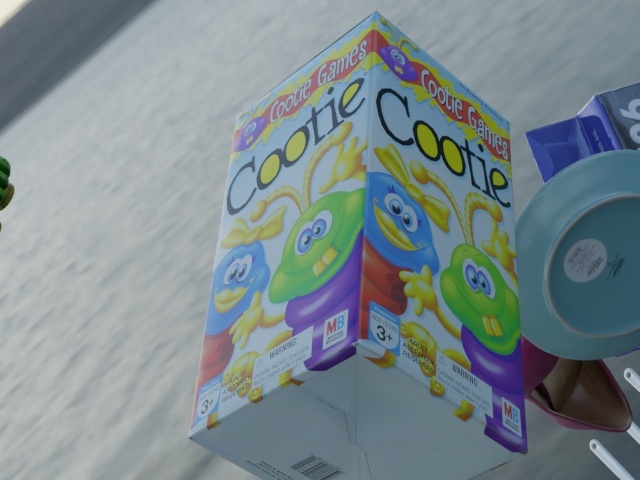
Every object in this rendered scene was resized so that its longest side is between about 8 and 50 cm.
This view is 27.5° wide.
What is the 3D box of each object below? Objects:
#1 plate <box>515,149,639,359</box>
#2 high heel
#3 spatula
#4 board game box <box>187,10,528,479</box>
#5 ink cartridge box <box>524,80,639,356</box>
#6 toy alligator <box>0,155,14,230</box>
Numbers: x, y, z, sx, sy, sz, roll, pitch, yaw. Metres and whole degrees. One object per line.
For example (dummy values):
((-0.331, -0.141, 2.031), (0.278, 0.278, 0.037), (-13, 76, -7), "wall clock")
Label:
((0.238, 0.018, 1.065), (0.188, 0.188, 0.024), (-40, 28, 3), "plate")
((0.285, 0.144, 1.463), (0.127, 0.181, 0.377), (-63, -13, -3), "high heel")
((0.452, 0.294, 1.744), (0.242, 0.019, 0.168), (47, 123, 50), "spatula")
((0.029, 0.015, 0.832), (0.142, 0.144, 0.275), (-33, 37, 34), "board game box")
((0.438, -0.053, 1.532), (0.307, 0.304, 0.072), (-17, -19, -7), "ink cartridge box")
((-0.308, -0.015, 1.151), (0.051, 0.056, 0.190), (-19, 48, 43), "toy alligator")
